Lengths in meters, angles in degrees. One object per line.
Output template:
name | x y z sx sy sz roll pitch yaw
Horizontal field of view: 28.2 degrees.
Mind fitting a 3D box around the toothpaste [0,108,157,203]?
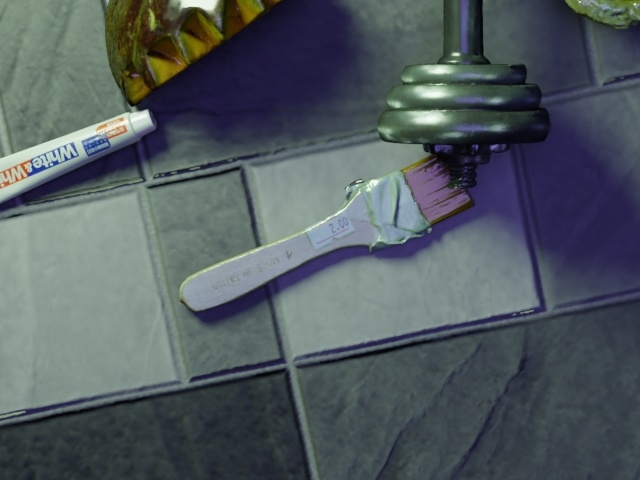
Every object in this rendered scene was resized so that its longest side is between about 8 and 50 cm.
toothpaste | -0.281 -0.092 1.388 0.218 0.033 0.052 -21 90 8

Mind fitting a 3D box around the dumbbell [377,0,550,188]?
dumbbell | 0.142 -0.255 1.276 0.179 0.179 0.406 0 98 2

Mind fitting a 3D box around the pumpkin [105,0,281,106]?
pumpkin | -0.139 -0.262 1.316 0.254 0.130 0.149 -34 93 6

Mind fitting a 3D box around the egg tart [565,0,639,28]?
egg tart | 0.321 -0.312 1.319 0.197 0.078 0.197 0 93 1

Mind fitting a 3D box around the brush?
brush | 0.000 0.000 1.388 0.337 0.020 0.085 -25 94 4
